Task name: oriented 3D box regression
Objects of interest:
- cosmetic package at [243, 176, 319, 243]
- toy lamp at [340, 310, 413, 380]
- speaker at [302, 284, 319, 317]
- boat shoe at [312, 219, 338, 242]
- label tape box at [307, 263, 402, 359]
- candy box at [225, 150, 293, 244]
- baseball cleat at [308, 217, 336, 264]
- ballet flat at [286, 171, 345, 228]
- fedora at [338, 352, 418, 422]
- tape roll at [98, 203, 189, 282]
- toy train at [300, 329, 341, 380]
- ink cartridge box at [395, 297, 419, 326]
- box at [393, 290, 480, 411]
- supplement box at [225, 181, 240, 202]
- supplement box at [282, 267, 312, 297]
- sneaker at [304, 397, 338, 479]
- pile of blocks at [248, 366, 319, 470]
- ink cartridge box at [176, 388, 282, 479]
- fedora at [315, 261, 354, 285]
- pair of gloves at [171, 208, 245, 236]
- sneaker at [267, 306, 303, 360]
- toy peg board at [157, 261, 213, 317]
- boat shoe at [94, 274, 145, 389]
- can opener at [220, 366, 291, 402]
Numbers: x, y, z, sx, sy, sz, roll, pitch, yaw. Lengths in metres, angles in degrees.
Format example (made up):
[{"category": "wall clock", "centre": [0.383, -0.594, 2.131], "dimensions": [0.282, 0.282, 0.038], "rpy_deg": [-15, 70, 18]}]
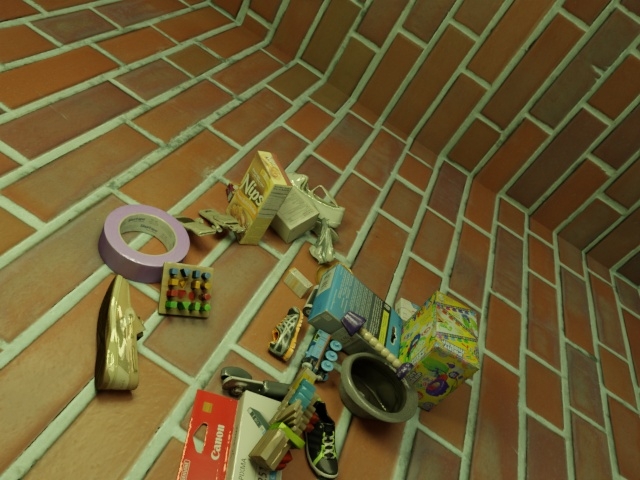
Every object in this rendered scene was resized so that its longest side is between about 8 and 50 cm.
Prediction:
[{"category": "cosmetic package", "centre": [-0.168, -0.155, 2.292], "dimensions": [0.160, 0.113, 0.309], "rpy_deg": [-31, 70, -29]}, {"category": "toy lamp", "centre": [0.179, 0.340, 1.844], "dimensions": [0.275, 0.080, 0.080], "rpy_deg": [44, 37, 10]}, {"category": "speaker", "centre": [-0.021, 0.222, 2.055], "dimensions": [0.055, 0.055, 0.136], "rpy_deg": [33, 36, -2]}, {"category": "boat shoe", "centre": [-0.006, -0.067, 2.385], "dimensions": [0.206, 0.075, 0.065], "rpy_deg": [30, 38, 2]}, {"category": "label tape box", "centre": [0.135, 0.286, 2.030], "dimensions": [0.348, 0.115, 0.249], "rpy_deg": [42, 36, -18]}, {"category": "candy box", "centre": [-0.235, -0.154, 2.097], "dimensions": [0.088, 0.316, 0.182], "rpy_deg": [2, 46, -38]}, {"category": "baseball cleat", "centre": [0.000, 0.000, 2.271], "dimensions": [0.110, 0.072, 0.205], "rpy_deg": [-13, 56, 6]}, {"category": "ballet flat", "centre": [-0.057, -0.210, 2.454], "dimensions": [0.400, 0.139, 0.139], "rpy_deg": [38, 36, 5]}, {"category": "fedora", "centre": [0.167, 0.498, 1.822], "dimensions": [0.276, 0.124, 0.243], "rpy_deg": [32, 35, -2]}, {"category": "tape roll", "centre": [-0.576, 0.008, 1.839], "dimensions": [0.275, 0.090, 0.274], "rpy_deg": [22, 37, -18]}, {"category": "toy train", "centre": [0.000, 0.386, 1.867], "dimensions": [0.105, 0.080, 0.184], "rpy_deg": [26, 38, 4]}, {"category": "ink cartridge box", "centre": [0.348, 0.303, 2.252], "dimensions": [0.089, 0.052, 0.122], "rpy_deg": [26, 38, -11]}, {"category": "box", "centre": [0.397, 0.391, 1.987], "dimensions": [0.177, 0.290, 0.279], "rpy_deg": [29, 37, -8]}, {"category": "supplement box", "centre": [-0.349, -0.192, 2.285], "dimensions": [0.055, 0.043, 0.083], "rpy_deg": [10, 43, -31]}, {"category": "supplement box", "centre": [-0.085, 0.156, 2.074], "dimensions": [0.098, 0.062, 0.036], "rpy_deg": [44, 35, 12]}, {"category": "sneaker", "centre": [0.003, 0.571, 1.633], "dimensions": [0.084, 0.097, 0.234], "rpy_deg": [7, 43, -32]}, {"category": "pile of blocks", "centre": [-0.056, 0.490, 1.533], "dimensions": [0.113, 0.149, 0.362], "rpy_deg": [43, 36, -5]}, {"category": "ink cartridge box", "centre": [-0.227, 0.544, 1.512], "dimensions": [0.261, 0.066, 0.296], "rpy_deg": [23, 37, -17]}, {"category": "fedora", "centre": [0.076, 0.149, 2.194], "dimensions": [0.195, 0.079, 0.194], "rpy_deg": [21, 37, -17]}, {"category": "pair of gloves", "centre": [-0.414, -0.059, 2.028], "dimensions": [0.204, 0.042, 0.240], "rpy_deg": [21, 21, 32]}, {"category": "sneaker", "centre": [-0.116, 0.298, 1.871], "dimensions": [0.083, 0.084, 0.214], "rpy_deg": [23, 38, -7]}, {"category": "toy peg board", "centre": [-0.407, 0.153, 1.743], "dimensions": [0.161, 0.079, 0.160], "rpy_deg": [10, 79, -30]}, {"category": "boat shoe", "centre": [-0.552, 0.254, 1.558], "dimensions": [0.110, 0.122, 0.340], "rpy_deg": [15, 50, -31]}, {"category": "can opener", "centre": [-0.162, 0.432, 1.684], "dimensions": [0.284, 0.076, 0.095], "rpy_deg": [16, 40, -25]}]
